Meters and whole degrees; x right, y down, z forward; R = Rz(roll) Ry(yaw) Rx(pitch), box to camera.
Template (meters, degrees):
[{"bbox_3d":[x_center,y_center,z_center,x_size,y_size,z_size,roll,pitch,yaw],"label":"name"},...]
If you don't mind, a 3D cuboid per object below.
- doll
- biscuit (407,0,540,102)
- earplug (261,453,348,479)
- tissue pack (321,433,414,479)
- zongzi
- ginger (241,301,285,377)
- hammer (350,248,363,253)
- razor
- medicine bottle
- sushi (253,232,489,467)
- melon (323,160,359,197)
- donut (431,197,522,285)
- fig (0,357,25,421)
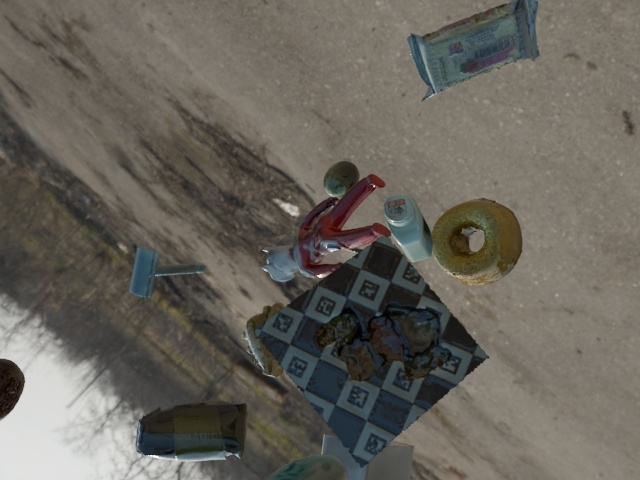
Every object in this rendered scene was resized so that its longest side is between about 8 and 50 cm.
[{"bbox_3d":[0.000,0.000,1.366,0.099,0.189,0.383,24,143,-37],"label":"doll"},{"bbox_3d":[0.362,-0.458,1.400,0.079,0.308,0.186,-101,-9,-51],"label":"biscuit"},{"bbox_3d":[-0.056,0.525,1.162,0.184,0.324,0.185,9,106,37],"label":"earplug"},{"bbox_3d":[0.127,0.616,1.642,0.159,0.136,0.246,0,164,38],"label":"tissue pack"},{"bbox_3d":[-0.354,0.525,1.667,0.289,0.154,0.317,2,166,-10],"label":"zongzi"},{"bbox_3d":[-0.147,0.255,1.538,0.115,0.206,0.081,4,145,-5],"label":"ginger"},{"bbox_3d":[0.121,0.031,2.443,0.297,0.027,0.125,16,-171,31],"label":"hammer"},{"bbox_3d":[-0.361,0.073,1.454,0.068,0.106,0.232,15,-175,25],"label":"razor"},{"bbox_3d":[0.203,-0.036,1.390,0.229,0.083,0.121,45,-149,-64],"label":"medicine bottle"},{"bbox_3d":[0.086,0.184,1.036,0.294,0.292,0.059,51,177,18],"label":"sushi"},{"bbox_3d":[0.061,-0.182,1.775,0.098,0.131,0.098,28,142,24],"label":"melon"},{"bbox_3d":[0.448,0.000,1.771,0.108,0.278,0.277,10,-173,-45],"label":"donut"},{"bbox_3d":[-0.762,0.321,1.320,0.201,0.146,0.134,7,124,20],"label":"fig"}]
